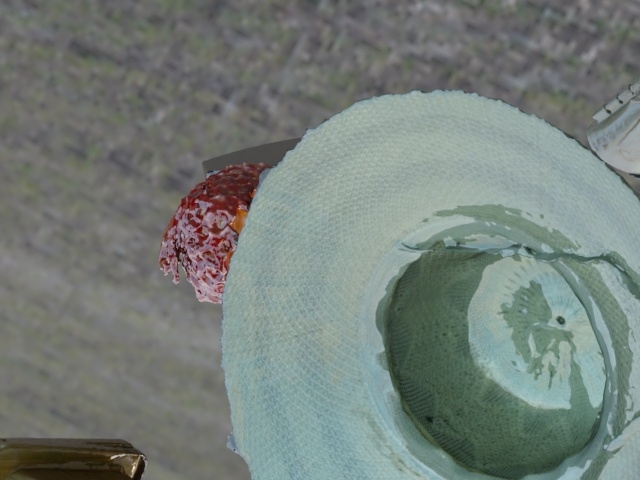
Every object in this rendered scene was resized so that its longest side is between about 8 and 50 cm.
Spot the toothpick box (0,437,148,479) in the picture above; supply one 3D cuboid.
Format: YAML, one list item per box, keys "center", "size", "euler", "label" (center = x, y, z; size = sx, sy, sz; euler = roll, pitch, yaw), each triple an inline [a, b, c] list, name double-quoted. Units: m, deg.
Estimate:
- center: [-0.109, 0.285, 1.285]
  size: [0.308, 0.187, 0.190]
  euler: [28, -174, 29]
  label: "toothpick box"

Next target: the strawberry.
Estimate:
- center: [-0.081, -0.015, 1.450]
  size: [0.082, 0.121, 0.188]
  euler: [16, 174, 6]
  label: "strawberry"

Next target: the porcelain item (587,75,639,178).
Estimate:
- center: [0.326, -0.137, 1.694]
  size: [0.084, 0.054, 0.213]
  euler: [24, 143, -11]
  label: "porcelain item"

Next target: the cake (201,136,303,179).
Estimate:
- center: [0.000, 0.000, 1.684]
  size: [0.208, 0.178, 0.185]
  euler: [-2, -167, 24]
  label: "cake"

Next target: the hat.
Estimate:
- center: [0.082, 0.050, 0.815]
  size: [0.252, 0.252, 0.110]
  euler: [18, -158, 33]
  label: "hat"
